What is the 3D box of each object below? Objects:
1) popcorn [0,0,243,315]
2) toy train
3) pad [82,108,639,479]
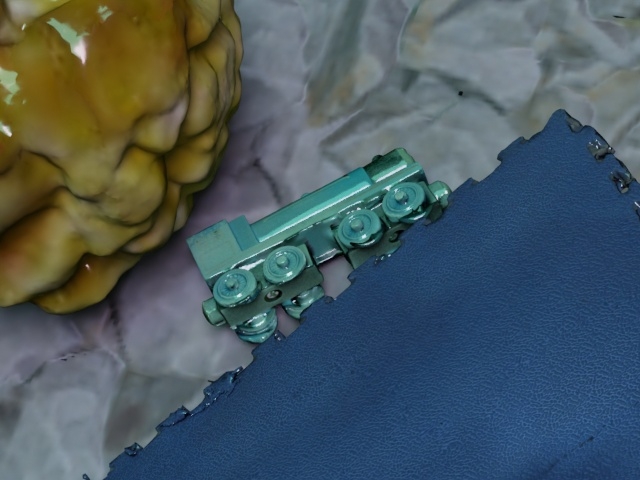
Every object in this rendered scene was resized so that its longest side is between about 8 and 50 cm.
[{"bbox_3d":[-0.109,-0.048,0.612,0.180,0.180,0.170,-14,60,9],"label":"popcorn"},{"bbox_3d":[0.000,0.000,0.641,0.092,0.029,0.045,-28,47,-2],"label":"toy train"},{"bbox_3d":[0.002,0.095,0.505,0.269,0.012,0.269,-37,28,10],"label":"pad"}]
